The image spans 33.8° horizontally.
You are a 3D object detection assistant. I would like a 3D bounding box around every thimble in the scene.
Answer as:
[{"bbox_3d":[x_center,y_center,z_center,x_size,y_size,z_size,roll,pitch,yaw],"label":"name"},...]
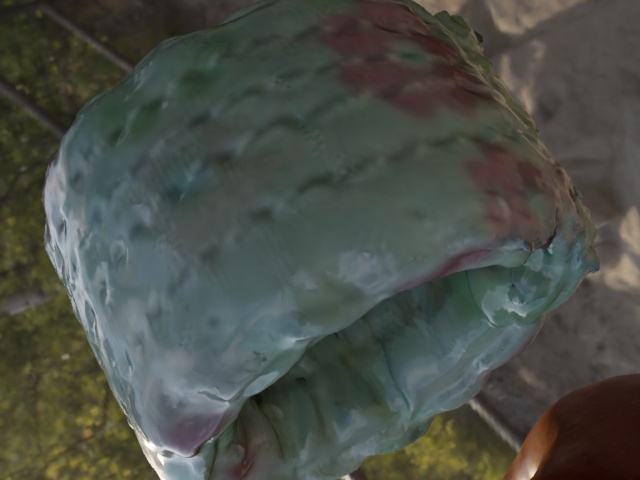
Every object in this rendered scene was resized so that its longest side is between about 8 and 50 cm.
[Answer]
[{"bbox_3d":[0.000,0.000,0.436,0.149,0.211,0.185,60,-174,28],"label":"thimble"}]

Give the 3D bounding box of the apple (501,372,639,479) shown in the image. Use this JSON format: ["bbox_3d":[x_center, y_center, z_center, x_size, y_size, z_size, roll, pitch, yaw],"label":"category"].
[{"bbox_3d":[0.162,0.168,0.449,0.201,0.218,0.218,29,152,11],"label":"apple"}]
